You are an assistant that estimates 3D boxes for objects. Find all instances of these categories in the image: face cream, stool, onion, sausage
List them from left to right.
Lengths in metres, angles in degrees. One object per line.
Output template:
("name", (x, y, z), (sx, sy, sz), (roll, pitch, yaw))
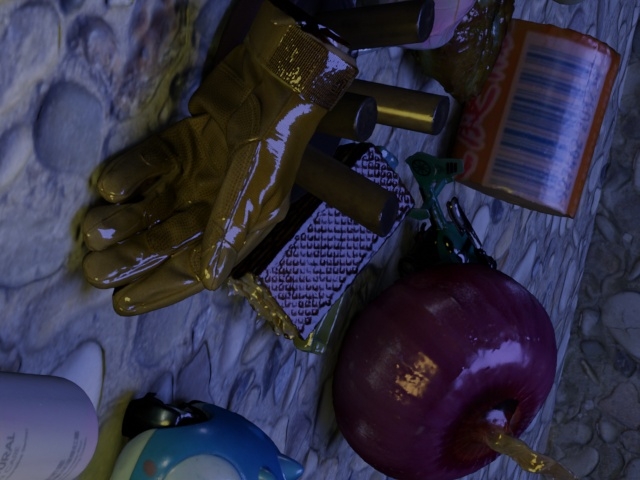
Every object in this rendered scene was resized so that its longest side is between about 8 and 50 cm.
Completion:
("face cream", (-0.288, 0.141, 0.931), (0.345, 0.102, 0.102), (20, 87, -70))
("stool", (0.012, -0.148, 1.359), (0.272, 0.178, 0.272), (-47, 145, -47))
("onion", (0.196, 0.207, 1.882), (0.358, 0.345, 0.358), (-5, 104, -21))
("sausage", (0.351, -0.201, 2.097), (0.233, 0.233, 0.287), (11, 94, -69))

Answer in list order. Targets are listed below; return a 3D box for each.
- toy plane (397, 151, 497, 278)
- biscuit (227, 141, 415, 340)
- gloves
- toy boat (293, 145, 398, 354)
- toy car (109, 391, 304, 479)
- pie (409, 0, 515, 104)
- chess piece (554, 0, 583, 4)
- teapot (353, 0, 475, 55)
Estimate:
("toy plane", (0.203, 0.010, 2.002), (0.106, 0.155, 0.382), (-55, 135, -38))
("biscuit", (0.000, 0.000, 1.485), (0.252, 0.070, 0.106), (-49, 117, -24))
("gloves", (-0.093, -0.069, 1.176), (0.331, 0.154, 0.141), (-55, 176, 0))
("toy boat", (0.010, 0.005, 1.610), (0.276, 0.084, 0.111), (-69, 161, -4))
("toy car", (-0.117, 0.274, 1.335), (0.255, 0.190, 0.189), (29, 80, -67))
("pie", (0.214, -0.368, 1.808), (0.288, 0.102, 0.355), (-50, 149, -46))
("chess piece", (0.354, -0.444, 1.920), (0.243, 0.133, 0.133), (-98, -176, -50))
("teapot", (0.108, -0.305, 1.512), (0.221, 0.163, 0.178), (-52, 159, -47))
